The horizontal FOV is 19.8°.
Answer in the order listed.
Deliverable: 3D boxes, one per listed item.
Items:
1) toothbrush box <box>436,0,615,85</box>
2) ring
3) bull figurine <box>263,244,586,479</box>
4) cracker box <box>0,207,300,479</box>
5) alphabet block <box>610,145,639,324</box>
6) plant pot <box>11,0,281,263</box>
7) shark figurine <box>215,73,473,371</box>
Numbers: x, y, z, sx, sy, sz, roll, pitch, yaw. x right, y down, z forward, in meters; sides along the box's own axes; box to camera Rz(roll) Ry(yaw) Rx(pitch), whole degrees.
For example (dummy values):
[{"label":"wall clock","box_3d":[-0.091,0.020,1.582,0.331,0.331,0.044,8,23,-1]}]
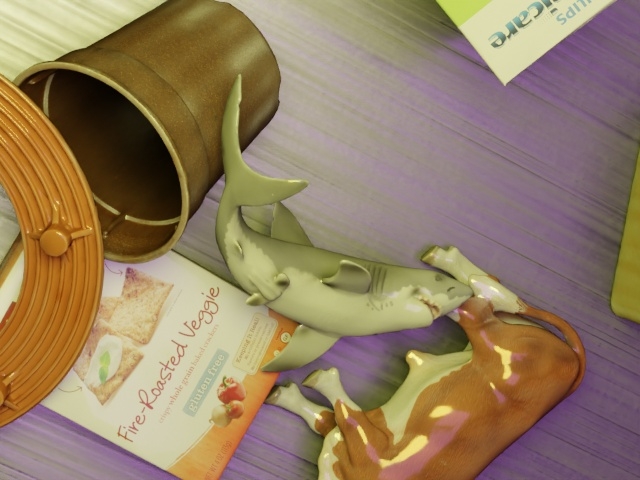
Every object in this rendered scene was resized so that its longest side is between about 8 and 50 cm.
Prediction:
[{"label":"toothbrush box","box_3d":[0.087,-0.279,1.389,0.122,0.206,0.283,-37,106,9]},{"label":"ring","box_3d":[-0.326,0.007,1.347,0.336,0.032,0.336,2,111,6]},{"label":"bull figurine","box_3d":[0.074,0.153,1.509,0.310,0.101,0.188,-42,99,-11]},{"label":"cracker box","box_3d":[-0.151,0.077,1.456,0.232,0.067,0.155,30,88,-16]},{"label":"alphabet block","box_3d":[0.376,-0.003,1.521,0.192,0.197,0.193,7,95,-16]},{"label":"plant pot","box_3d":[-0.122,-0.096,1.373,0.165,0.167,0.167,-45,110,-42]},{"label":"shark figurine","box_3d":[-0.027,-0.003,1.394,0.166,0.116,0.278,-29,139,22]}]
